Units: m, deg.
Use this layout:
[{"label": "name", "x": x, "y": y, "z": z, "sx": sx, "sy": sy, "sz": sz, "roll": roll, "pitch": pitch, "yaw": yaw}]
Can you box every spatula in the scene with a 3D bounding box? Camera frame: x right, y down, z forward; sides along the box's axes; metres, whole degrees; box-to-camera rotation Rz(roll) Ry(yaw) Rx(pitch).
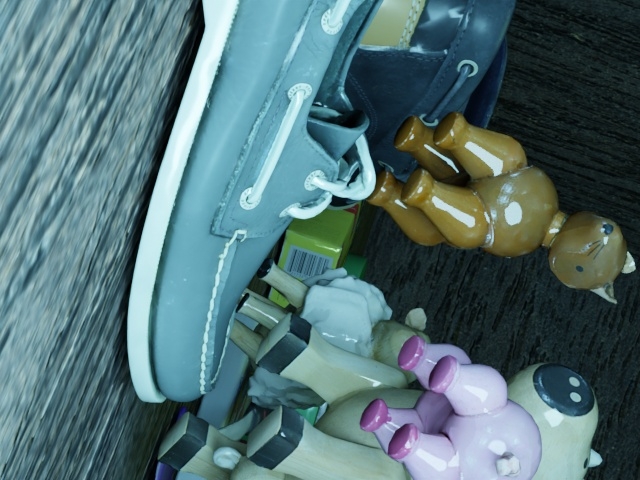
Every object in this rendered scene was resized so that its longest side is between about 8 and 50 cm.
[{"label": "spatula", "x": -0.069, "y": 0.137, "z": 1.194, "sx": 0.296, "sy": 0.030, "sz": 0.084, "roll": -31, "pitch": 139, "yaw": -64}]

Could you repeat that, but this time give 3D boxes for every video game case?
[{"label": "video game case", "x": -0.088, "y": 0.175, "z": 1.331, "sx": 0.206, "sy": 0.026, "sz": 0.227, "roll": 96, "pitch": 11, "yaw": -72}]

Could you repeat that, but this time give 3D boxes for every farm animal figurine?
[{"label": "farm animal figurine", "x": 0.045, "y": 0.124, "z": 0.796, "sx": 0.327, "sy": 0.172, "sz": 0.330, "roll": -34, "pitch": -150, "yaw": 49}]

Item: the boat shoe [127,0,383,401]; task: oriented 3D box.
[{"label": "boat shoe", "x": -0.018, "y": -0.049, "z": 0.774, "sx": 0.116, "sy": 0.099, "sz": 0.319, "roll": -74, "pitch": 180, "yaw": -65}]

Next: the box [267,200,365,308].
[{"label": "box", "x": 0.000, "y": 0.000, "z": 1.625, "sx": 0.232, "sy": 0.058, "sz": 0.087, "roll": -62, "pitch": 169, "yaw": -72}]

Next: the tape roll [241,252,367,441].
[{"label": "tape roll", "x": -0.029, "y": 0.161, "z": 1.789, "sx": 0.321, "sy": 0.077, "sz": 0.321, "roll": 16, "pitch": 90, "yaw": -86}]

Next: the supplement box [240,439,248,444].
[{"label": "supplement box", "x": 0.004, "y": 0.272, "z": 1.460, "sx": 0.073, "sy": 0.240, "sz": 0.130, "roll": 96, "pitch": 11, "yaw": -64}]

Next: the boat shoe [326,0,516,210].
[{"label": "boat shoe", "x": 0.070, "y": -0.127, "z": 1.387, "sx": 0.500, "sy": 0.156, "sz": 0.186, "roll": 97, "pitch": 8, "yaw": -76}]
